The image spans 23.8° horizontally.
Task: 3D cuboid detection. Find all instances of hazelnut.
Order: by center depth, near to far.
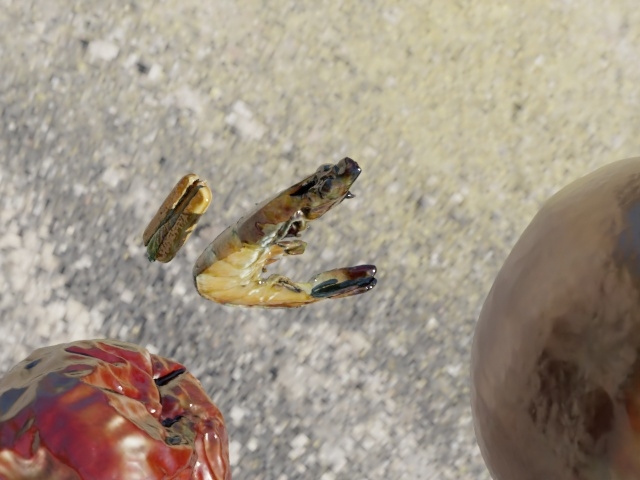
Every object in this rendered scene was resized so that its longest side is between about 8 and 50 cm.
[{"bbox_3d":[0.290,0.109,1.279,0.366,0.366,0.366,12,54,-17],"label":"hazelnut"}]

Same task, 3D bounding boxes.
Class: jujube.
[{"bbox_3d":[-0.175,0.184,1.168,0.213,0.213,0.232,44,16,8],"label":"jujube"}]

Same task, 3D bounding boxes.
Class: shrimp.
[{"bbox_3d":[0.001,0.003,1.131,0.148,0.195,0.035,19,48,-36],"label":"shrimp"}]

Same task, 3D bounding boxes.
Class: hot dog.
[{"bbox_3d":[-0.113,-0.016,1.212,0.037,0.083,0.021,49,26,20],"label":"hot dog"}]
